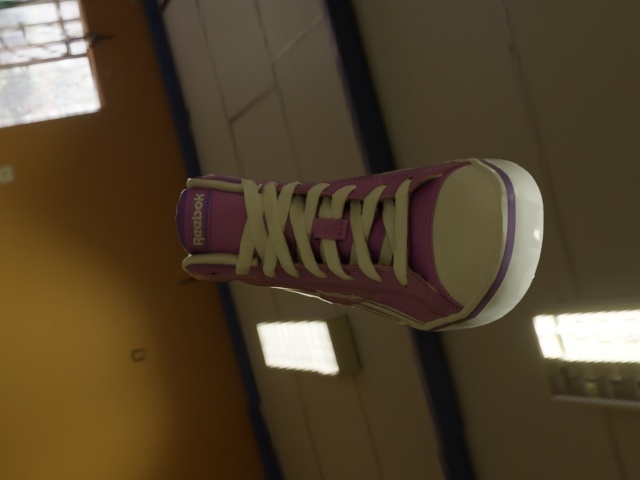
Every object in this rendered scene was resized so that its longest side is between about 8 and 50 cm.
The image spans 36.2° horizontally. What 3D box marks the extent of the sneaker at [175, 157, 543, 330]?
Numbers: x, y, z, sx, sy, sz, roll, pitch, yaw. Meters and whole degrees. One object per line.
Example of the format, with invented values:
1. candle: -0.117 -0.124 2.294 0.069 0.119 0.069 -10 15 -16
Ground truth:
1. sneaker: 0.000 0.001 0.605 0.282 0.161 0.102 -8 -103 62
